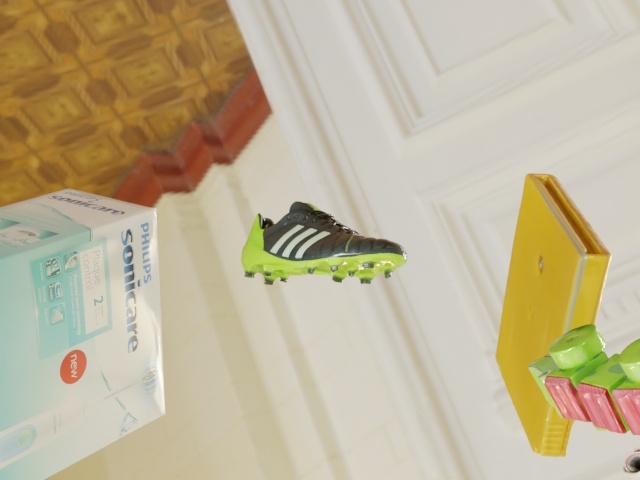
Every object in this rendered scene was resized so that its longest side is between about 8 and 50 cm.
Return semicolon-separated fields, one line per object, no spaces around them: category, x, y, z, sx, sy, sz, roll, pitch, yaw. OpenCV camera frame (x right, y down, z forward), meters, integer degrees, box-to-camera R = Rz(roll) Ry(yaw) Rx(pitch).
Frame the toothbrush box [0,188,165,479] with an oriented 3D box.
toothbrush box;-0.281;0.095;0.925;0.126;0.217;0.295;13;-159;33

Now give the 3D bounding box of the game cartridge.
game cartridge;0.321;0.104;1.511;0.052;0.285;0.324;1;116;-5

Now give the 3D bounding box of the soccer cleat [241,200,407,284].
soccer cleat;0.000;0.000;0.952;0.178;0.072;0.060;-2;162;39

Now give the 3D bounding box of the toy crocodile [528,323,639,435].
toy crocodile;0.333;0.171;1.204;0.105;0.115;0.340;-32;-171;-18

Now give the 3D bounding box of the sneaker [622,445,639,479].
sneaker;0.406;0.277;1.320;0.051;0.070;0.134;-62;178;2
